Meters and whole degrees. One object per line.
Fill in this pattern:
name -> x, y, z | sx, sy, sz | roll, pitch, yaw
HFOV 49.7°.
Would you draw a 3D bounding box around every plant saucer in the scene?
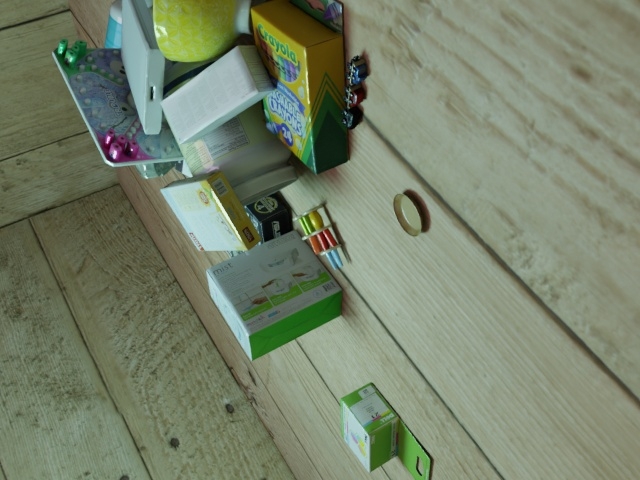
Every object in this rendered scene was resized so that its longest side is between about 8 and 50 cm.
plant saucer -> 0.157, -0.047, 1.214 | 0.083, 0.015, 0.083 | 51, 155, 35

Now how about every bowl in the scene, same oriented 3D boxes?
bowl -> -0.193, -0.476, 1.341 | 0.156, 0.289, 0.289 | 15, 146, 5

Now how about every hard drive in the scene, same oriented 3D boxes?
hard drive -> -0.393, -0.405, 1.517 | 0.307, 0.040, 0.203 | -117, 31, -41

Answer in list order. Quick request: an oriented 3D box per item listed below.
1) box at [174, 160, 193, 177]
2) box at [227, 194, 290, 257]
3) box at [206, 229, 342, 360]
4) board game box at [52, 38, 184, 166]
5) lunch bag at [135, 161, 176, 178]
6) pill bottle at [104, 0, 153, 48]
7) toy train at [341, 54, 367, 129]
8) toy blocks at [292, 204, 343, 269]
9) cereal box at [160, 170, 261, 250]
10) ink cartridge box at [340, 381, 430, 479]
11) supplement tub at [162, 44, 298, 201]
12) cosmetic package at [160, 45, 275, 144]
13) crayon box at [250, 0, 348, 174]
box -> -0.270, -0.193, 1.795 | 0.244, 0.060, 0.100 | 27, 118, 28
box -> -0.192, -0.020, 1.971 | 0.318, 0.097, 0.395 | 46, 154, 37
box -> -0.116, 0.129, 1.724 | 0.231, 0.262, 0.127 | 50, 155, 33
board game box -> -0.409, -0.360, 1.719 | 0.390, 0.390, 0.050 | 58, 138, 23
lunch bag -> -0.522, -0.334, 2.092 | 0.287, 0.169, 0.235 | -118, 15, -65
pill bottle -> -0.572, -0.629, 2.094 | 0.146, 0.146, 0.264 | 52, 136, 31
toy train -> 0.059, -0.254, 1.205 | 0.036, 0.027, 0.158 | 50, 155, 28
toy blocks -> 0.000, 0.000, 1.593 | 0.148, 0.054, 0.123 | 65, 159, 0
cereal box -> -0.242, -0.058, 1.502 | 0.240, 0.047, 0.173 | 0, 124, 54
ink cartridge box -> 0.158, 0.513, 1.723 | 0.255, 0.097, 0.189 | 48, 153, 40
supplement tub -> -0.207, -0.246, 1.559 | 0.325, 0.235, 0.235 | 65, 159, -1
cosmetic package -> -0.207, -0.285, 1.369 | 0.239, 0.060, 0.099 | -23, 89, 35
crayon box -> -0.039, -0.312, 1.300 | 0.203, 0.083, 0.323 | 47, 152, 40
